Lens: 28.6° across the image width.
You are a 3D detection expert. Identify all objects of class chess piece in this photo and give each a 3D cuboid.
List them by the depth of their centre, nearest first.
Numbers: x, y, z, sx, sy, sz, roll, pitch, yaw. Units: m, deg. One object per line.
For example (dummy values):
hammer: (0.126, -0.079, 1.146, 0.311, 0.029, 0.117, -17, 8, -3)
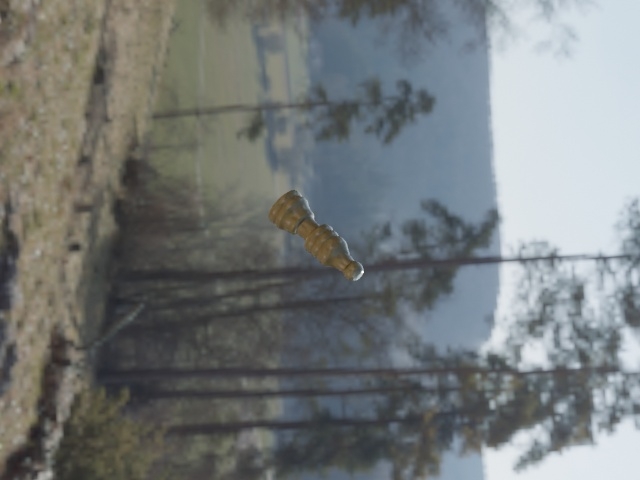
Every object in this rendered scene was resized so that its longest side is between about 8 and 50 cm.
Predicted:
chess piece: (0.000, 0.000, 1.036, 0.092, 0.035, 0.035, 43, -13, 20)
